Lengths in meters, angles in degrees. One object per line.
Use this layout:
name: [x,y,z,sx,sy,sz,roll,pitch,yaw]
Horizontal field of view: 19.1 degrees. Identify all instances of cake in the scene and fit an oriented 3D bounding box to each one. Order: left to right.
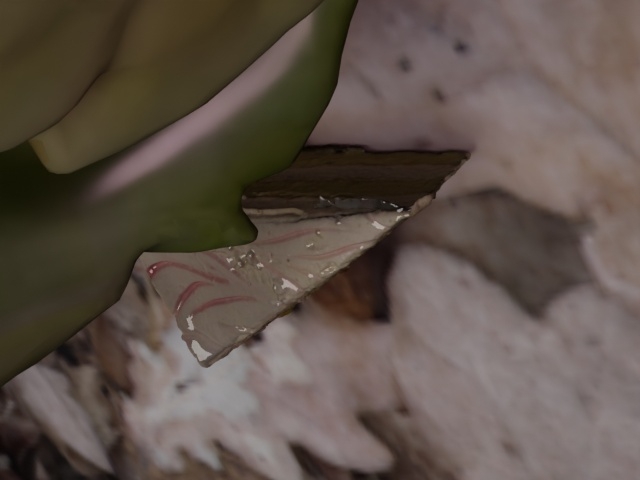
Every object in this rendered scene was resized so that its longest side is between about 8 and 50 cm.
cake: [0.000,0.000,0.602,0.121,0.052,0.065,-7,110,41]

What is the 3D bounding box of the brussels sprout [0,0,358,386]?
brussels sprout: [-0.157,-0.186,0.399,0.361,0.342,0.425,57,141,32]
